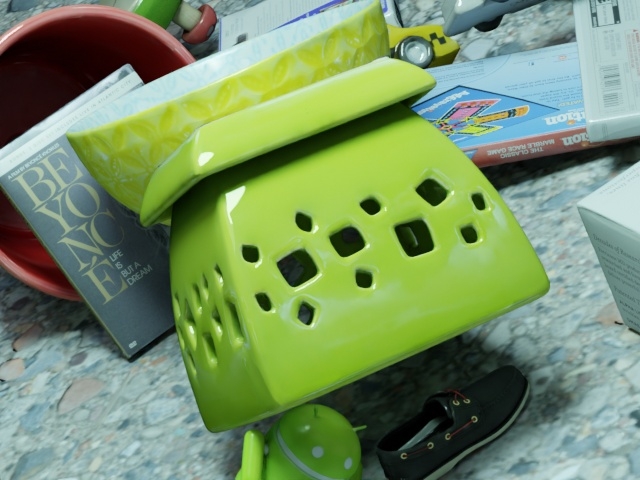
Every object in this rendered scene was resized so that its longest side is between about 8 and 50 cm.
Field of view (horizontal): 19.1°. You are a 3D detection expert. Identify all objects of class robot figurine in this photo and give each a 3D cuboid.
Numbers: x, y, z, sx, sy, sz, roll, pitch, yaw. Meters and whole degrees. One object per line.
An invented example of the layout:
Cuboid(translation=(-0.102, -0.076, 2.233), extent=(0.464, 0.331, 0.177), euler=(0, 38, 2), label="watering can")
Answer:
Cuboid(translation=(-0.017, 0.164, 1.358), extent=(0.115, 0.101, 0.067), euler=(-53, 33, 24), label="robot figurine")

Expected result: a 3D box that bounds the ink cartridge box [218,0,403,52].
Cuboid(translation=(-0.013, -0.234, 2.114), extent=(0.208, 0.045, 0.206), euler=(-21, 27, 9), label="ink cartridge box")

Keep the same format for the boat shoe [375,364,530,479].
Cuboid(translation=(0.098, 0.130, 1.384), extent=(0.133, 0.042, 0.049), euler=(-35, 26, -19), label="boat shoe")

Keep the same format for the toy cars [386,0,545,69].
Cuboid(translation=(0.112, -0.219, 1.813), extent=(0.393, 0.087, 0.176), euler=(-28, -10, 31), label="toy cars")

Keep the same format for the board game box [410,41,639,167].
Cuboid(translation=(0.174, -0.120, 1.703), extent=(0.281, 0.027, 0.145), euler=(-9, 35, 8), label="board game box")

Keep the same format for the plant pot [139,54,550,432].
Cuboid(translation=(0.000, 0.000, 1.400), extent=(0.228, 0.207, 0.227), euler=(-22, -4, -19), label="plant pot")

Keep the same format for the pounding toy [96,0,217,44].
Cuboid(translation=(-0.205, -0.226, 2.207), extent=(0.183, 0.110, 0.237), euler=(-17, 43, 60), label="pounding toy")

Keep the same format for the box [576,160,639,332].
Cuboid(translation=(0.314, -0.004, 1.344), extent=(0.181, 0.119, 0.182), euler=(-33, 28, -14), label="box")

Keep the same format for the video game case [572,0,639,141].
Cuboid(translation=(0.329, -0.170, 1.668), extent=(0.206, 0.026, 0.227), euler=(-9, 35, 10), label="video game case")

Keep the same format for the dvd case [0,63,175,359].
Cuboid(translation=(-0.174, -0.028, 1.725), extent=(0.164, 0.221, 0.018), euler=(-36, -3, -18), label="dvd case")

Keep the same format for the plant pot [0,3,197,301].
Cuboid(translation=(-0.260, -0.088, 1.864), extent=(0.275, 0.275, 0.243), euler=(-36, 18, -19), label="plant pot")

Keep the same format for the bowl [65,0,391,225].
Cuboid(translation=(-0.055, -0.081, 1.629), extent=(0.289, 0.156, 0.289), euler=(-23, 10, 4), label="bowl")
